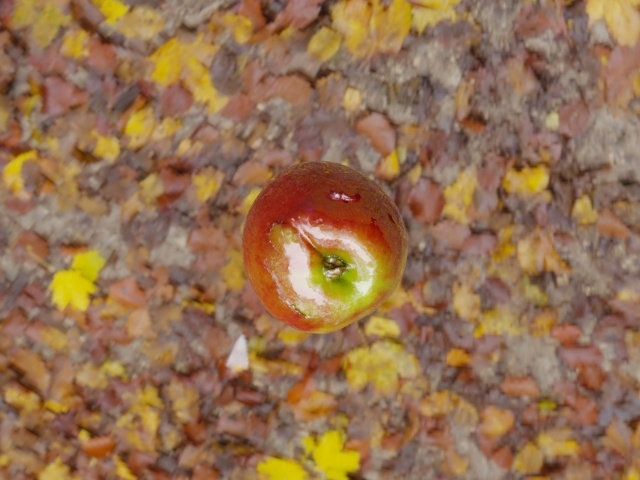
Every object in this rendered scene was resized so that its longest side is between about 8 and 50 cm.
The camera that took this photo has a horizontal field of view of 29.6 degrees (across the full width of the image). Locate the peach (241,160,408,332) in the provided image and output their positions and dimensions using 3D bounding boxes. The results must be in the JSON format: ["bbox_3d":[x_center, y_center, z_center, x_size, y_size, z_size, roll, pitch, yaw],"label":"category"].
[{"bbox_3d":[0.000,0.000,1.330,0.197,0.197,0.197,4,117,8],"label":"peach"}]
